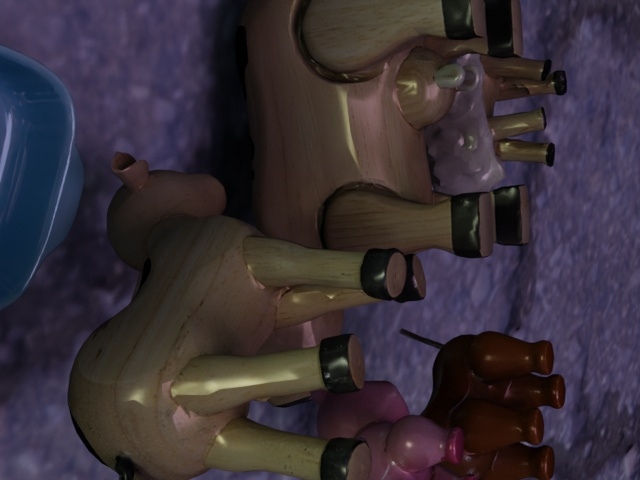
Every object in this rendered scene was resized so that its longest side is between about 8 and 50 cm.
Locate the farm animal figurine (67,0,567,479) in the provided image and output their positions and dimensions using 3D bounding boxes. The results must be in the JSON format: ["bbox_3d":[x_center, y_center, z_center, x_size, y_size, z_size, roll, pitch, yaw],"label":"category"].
[{"bbox_3d":[0.000,0.000,0.551,0.330,0.172,0.327,31,61,-62],"label":"farm animal figurine"}]

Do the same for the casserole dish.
[{"bbox_3d":[-0.178,-0.033,0.442,0.188,0.037,0.114,13,94,-48],"label":"casserole dish"}]
